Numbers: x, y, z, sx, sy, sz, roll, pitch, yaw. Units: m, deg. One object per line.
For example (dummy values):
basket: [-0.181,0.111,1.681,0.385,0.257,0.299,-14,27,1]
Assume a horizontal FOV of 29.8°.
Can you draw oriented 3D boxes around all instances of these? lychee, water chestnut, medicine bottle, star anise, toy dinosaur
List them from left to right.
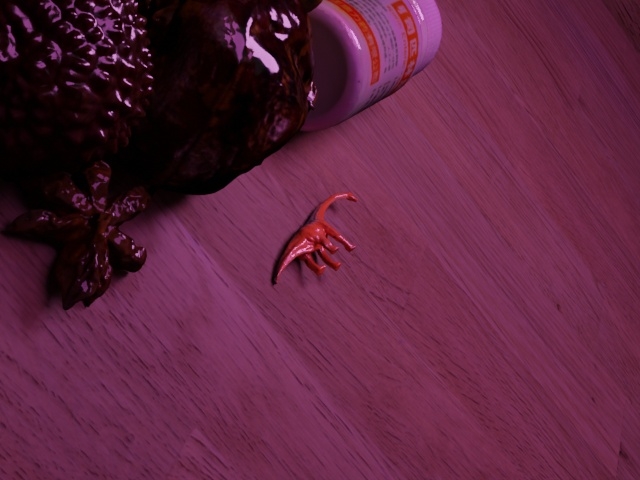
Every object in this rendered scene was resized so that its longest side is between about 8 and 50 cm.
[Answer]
lychee: [-0.339,-0.210,1.343,0.306,0.306,0.330,60,8,-1]
star anise: [-0.278,-0.020,1.465,0.196,0.111,0.212,12,49,-58]
water chestnut: [-0.176,-0.231,1.591,0.347,0.335,0.335,34,39,-12]
toy dinosaur: [0.003,-0.004,1.875,0.101,0.055,0.279,41,33,11]
medicine bottle: [0.049,-0.330,2.040,0.219,0.219,0.388,59,31,-3]

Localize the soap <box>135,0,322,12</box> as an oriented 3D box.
soap: [-0.163,-0.415,1.730,0.338,0.304,0.169,19,48,-47]
